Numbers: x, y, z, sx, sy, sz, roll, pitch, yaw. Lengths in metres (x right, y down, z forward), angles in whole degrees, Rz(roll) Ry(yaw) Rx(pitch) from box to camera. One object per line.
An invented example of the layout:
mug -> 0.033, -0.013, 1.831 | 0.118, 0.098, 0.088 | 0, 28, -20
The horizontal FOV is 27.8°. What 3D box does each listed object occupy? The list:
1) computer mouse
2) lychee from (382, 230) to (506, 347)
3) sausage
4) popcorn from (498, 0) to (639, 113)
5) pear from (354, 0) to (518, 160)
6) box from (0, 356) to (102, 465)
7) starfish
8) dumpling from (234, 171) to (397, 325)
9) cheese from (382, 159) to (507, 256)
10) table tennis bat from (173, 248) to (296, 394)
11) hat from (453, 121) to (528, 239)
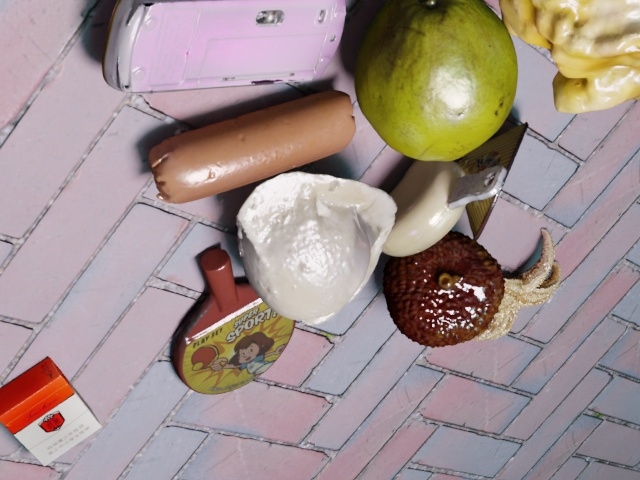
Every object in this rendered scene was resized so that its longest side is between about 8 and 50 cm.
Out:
computer mouse -> -0.111, -0.240, 1.477 | 0.310, 0.072, 0.158 | -9, 132, -36
lychee -> 0.182, 0.073, 1.974 | 0.194, 0.194, 0.194 | -24, 140, -22
sausage -> -0.081, -0.118, 1.618 | 0.289, 0.086, 0.086 | -21, 139, -28
popcorn -> 0.411, -0.354, 1.592 | 0.354, 0.344, 0.390 | 39, 71, -15
pear -> 0.145, -0.211, 1.623 | 0.212, 0.212, 0.269 | -29, 149, -15
box -> -0.374, 0.235, 1.758 | 0.100, 0.048, 0.152 | -36, 141, -10
starfish -> 0.334, 0.085, 2.219 | 0.238, 0.071, 0.216 | -14, 142, -40
dumpling -> 0.003, 0.005, 1.729 | 0.227, 0.175, 0.243 | -27, 172, 1
cheese -> 0.158, -0.044, 1.809 | 0.071, 0.249, 0.163 | 38, 82, -22
table tennis bat -> -0.129, 0.118, 1.865 | 0.200, 0.038, 0.310 | -30, 146, -16
hat -> 0.236, -0.102, 1.929 | 0.193, 0.082, 0.193 | 22, 90, -86
